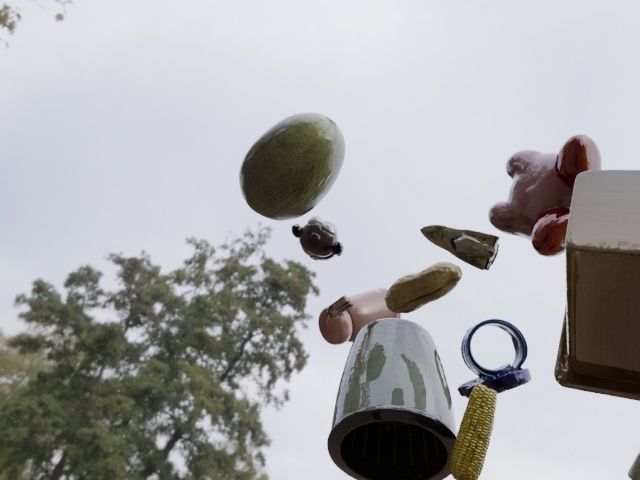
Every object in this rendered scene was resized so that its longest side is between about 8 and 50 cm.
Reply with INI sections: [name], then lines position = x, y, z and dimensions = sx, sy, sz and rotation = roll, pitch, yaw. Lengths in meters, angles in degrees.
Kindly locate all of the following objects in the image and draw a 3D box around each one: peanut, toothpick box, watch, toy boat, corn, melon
[peanut]
position = 0.212, 0.095, 1.150
dimensions = 0.174, 0.080, 0.080
rotation = -28, -62, 22
[toothpick box]
position = 0.428, 0.064, 0.763
dimensions = 0.187, 0.190, 0.308
rotation = 6, -40, 30
[watch]
position = 0.480, 0.326, 1.554
dimensions = 0.196, 0.200, 0.171
rotation = -14, -13, -8
[toy boat]
position = 0.328, 0.005, 1.316
dimensions = 0.210, 0.066, 0.084
rotation = 21, -81, 36
[corn]
position = 0.313, 0.398, 1.127
dimensions = 0.067, 0.206, 0.067
rotation = 19, -14, 5
[melon]
position = -0.075, -0.200, 1.499
dimensions = 0.248, 0.248, 0.329
rotation = 42, -70, -17

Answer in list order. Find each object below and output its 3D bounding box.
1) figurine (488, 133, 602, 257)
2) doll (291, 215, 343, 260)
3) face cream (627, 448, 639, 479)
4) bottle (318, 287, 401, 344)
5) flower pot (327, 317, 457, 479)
[figurine]
position = 0.553, -0.088, 1.283
dimensions = 0.211, 0.270, 0.261
rotation = 17, 3, -15
[doll]
position = -0.001, 0.002, 1.799
dimensions = 0.182, 0.117, 0.257
rotation = 22, -11, 9
[face cream]
position = 0.734, 0.347, 1.099
dimensions = 0.084, 0.341, 0.137
rotation = 29, 1, -27
[bottle]
position = 0.138, 0.266, 1.995
dimensions = 0.173, 0.297, 0.206
rotation = 50, -45, 36
[flower pot]
position = 0.180, 0.369, 1.329
dimensions = 0.293, 0.330, 0.294
rotation = 5, -52, 6
